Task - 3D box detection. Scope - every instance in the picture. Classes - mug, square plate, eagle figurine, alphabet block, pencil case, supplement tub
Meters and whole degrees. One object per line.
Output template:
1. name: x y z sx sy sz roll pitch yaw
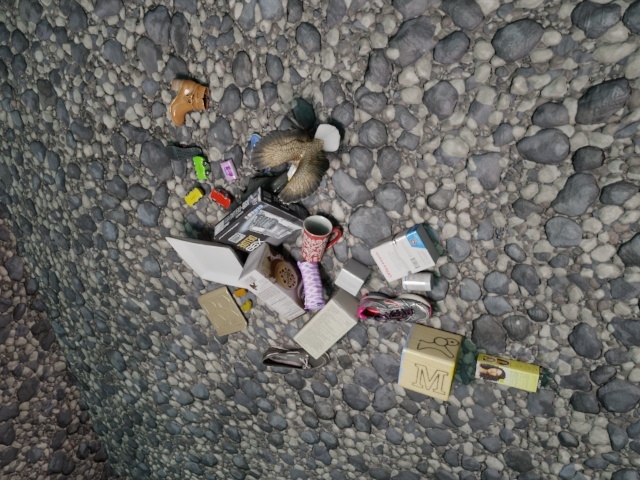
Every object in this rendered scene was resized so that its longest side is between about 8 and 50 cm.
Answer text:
1. mug: -0.005 0.006 1.864 0.150 0.113 0.169 17 136 4
2. square plate: -0.462 0.095 2.097 0.343 0.049 0.347 8 148 25
3. eagle figurine: -0.075 -0.280 1.652 0.226 0.298 0.225 12 118 21
4. alphabet block: 0.428 0.468 1.844 0.197 0.192 0.194 13 121 21
5. pencil case: -0.038 0.183 1.934 0.088 0.206 0.086 -3 155 -16
6. supplement tub: 0.368 0.154 1.788 0.107 0.071 0.071 1 114 26

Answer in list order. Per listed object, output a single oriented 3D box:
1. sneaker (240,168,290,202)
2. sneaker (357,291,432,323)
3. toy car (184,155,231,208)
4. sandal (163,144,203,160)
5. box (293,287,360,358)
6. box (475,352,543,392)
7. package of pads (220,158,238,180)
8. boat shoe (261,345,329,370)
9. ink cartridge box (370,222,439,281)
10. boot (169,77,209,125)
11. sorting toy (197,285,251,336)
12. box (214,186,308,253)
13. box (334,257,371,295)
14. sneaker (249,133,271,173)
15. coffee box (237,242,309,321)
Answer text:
1. sneaker: -0.220 -0.213 1.879 0.286 0.109 0.130 -31 81 27
2. sneaker: 0.291 0.282 1.864 0.298 0.112 0.121 -1 113 26
3. toy car: -0.487 -0.252 2.016 0.238 0.053 0.225 4 115 24
4. sandal: -0.579 -0.376 2.015 0.179 0.040 0.067 3 122 9
5. box: 0.036 0.353 2.016 0.148 0.121 0.311 43 125 1
6. box: 0.713 0.501 1.798 0.232 0.058 0.088 7 117 22
7. package of pads: -0.375 -0.291 1.955 0.050 0.032 0.083 -9 110 31
8. boat shoe: -0.121 0.563 2.213 0.334 0.095 0.112 -2 113 27
9. ink cartridge box: 0.311 0.047 1.753 0.203 0.086 0.148 -24 102 34
10. boot: -0.518 -0.536 1.883 0.152 0.073 0.197 17 123 13
11. sorting toy: -0.439 0.330 2.293 0.307 0.041 0.229 -21 99 32
12. box: -0.239 -0.064 1.893 0.242 0.077 0.307 25 135 -38
13. box: 0.130 0.143 1.880 0.101 0.102 0.087 32 126 10
14. sneaker: -0.245 -0.334 1.838 0.058 0.084 0.152 -5 111 28
15. coffee box: -0.173 0.174 1.952 0.118 0.168 0.297 -32 118 34
